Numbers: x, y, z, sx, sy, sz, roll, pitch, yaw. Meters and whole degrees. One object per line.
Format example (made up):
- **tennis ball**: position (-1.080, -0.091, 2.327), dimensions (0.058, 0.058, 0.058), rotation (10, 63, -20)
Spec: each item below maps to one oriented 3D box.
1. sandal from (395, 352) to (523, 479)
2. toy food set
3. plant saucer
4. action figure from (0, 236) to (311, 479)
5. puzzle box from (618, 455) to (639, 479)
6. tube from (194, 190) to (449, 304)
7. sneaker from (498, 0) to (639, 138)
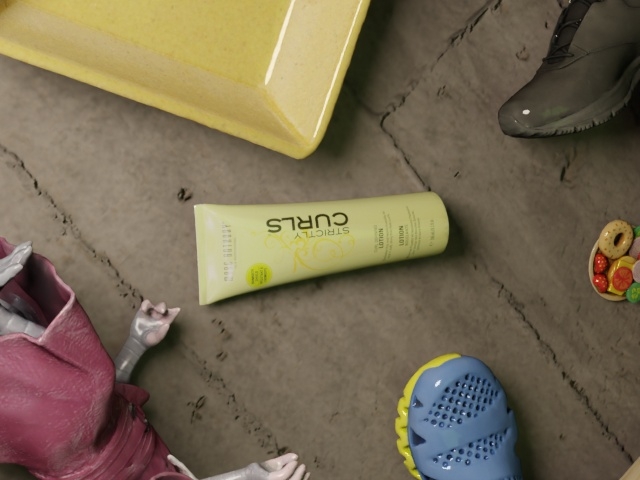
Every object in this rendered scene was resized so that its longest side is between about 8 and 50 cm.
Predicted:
- **sandal**: position (0.168, 0.258, 1.616), dimensions (0.126, 0.138, 0.317), rotation (-24, 110, -20)
- **toy food set**: position (0.312, 0.022, 1.708), dimensions (0.082, 0.020, 0.083), rotation (18, 91, -30)
- **plant saucer**: position (-0.104, -0.273, 1.383), dimensions (0.332, 0.081, 0.333), rotation (18, 92, -31)
- **action figure**: position (-0.193, 0.170, 1.337), dimensions (0.275, 0.248, 0.370), rotation (-40, 120, -7)
- **puzzle box**: position (0.354, 0.362, 1.699), dimensions (0.409, 0.052, 0.272), rotation (-37, 119, -43)
- **tube**: position (0.000, 0.000, 1.515), dimensions (0.240, 0.062, 0.070), rotation (-7, 64, -22)
- **sneaker**: position (0.267, -0.196, 1.601), dimensions (0.286, 0.109, 0.130), rotation (-36, 109, -27)
